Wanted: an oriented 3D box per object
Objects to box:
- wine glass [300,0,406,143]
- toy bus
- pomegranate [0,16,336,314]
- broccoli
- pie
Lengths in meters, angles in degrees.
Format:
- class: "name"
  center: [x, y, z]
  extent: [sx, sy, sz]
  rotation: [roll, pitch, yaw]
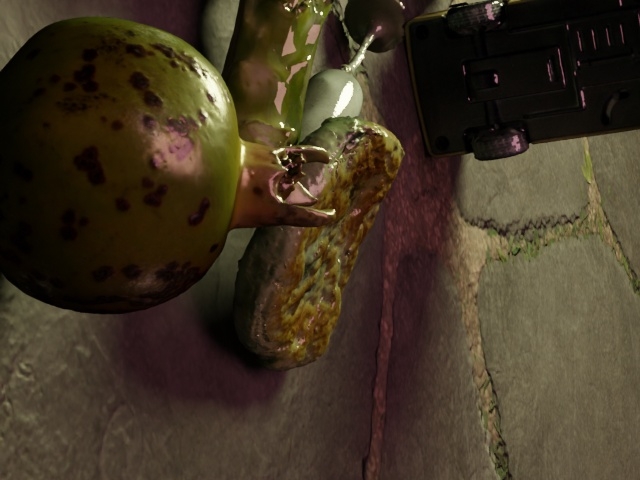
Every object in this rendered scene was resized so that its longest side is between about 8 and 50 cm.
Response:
- class: "wine glass"
  center: [0.014, -0.141, 1.538]
  extent: [0.074, 0.074, 0.262]
  rotation: [66, 32, -30]
- class: "toy bus"
  center: [0.291, -0.201, 1.771]
  extent: [0.202, 0.365, 0.177]
  rotation: [-31, 112, -64]
- class: "pomegranate"
  center: [-0.117, -0.051, 1.084]
  extent: [0.246, 0.198, 0.198]
  rotation: [-13, 96, -35]
- class: "broccoli"
  center: [-0.026, -0.239, 1.369]
  extent: [0.252, 0.221, 0.361]
  rotation: [108, -5, -56]
- class: "pie"
  center: [0.000, 0.000, 1.388]
  extent: [0.240, 0.054, 0.240]
  rotation: [-53, 158, -33]
